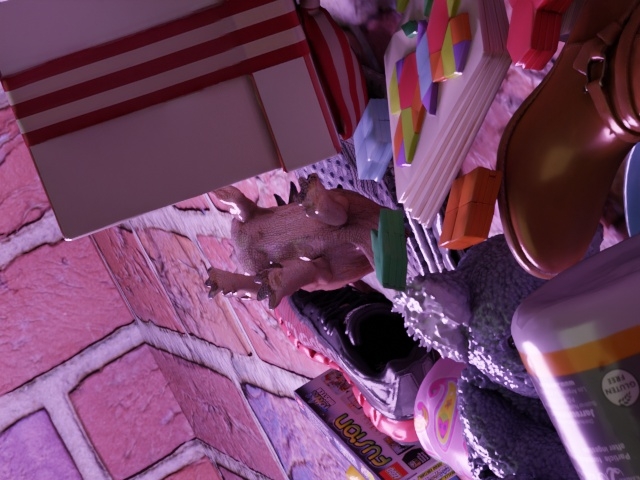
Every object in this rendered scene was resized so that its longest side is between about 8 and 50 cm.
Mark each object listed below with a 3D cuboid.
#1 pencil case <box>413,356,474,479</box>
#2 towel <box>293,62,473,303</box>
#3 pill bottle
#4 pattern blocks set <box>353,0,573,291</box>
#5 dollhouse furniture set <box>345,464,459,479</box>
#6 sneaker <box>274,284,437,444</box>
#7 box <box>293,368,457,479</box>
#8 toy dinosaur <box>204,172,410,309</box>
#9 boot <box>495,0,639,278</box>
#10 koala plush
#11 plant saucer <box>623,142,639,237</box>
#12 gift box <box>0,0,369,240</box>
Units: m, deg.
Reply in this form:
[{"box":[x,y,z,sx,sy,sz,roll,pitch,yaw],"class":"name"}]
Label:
[{"box":[0.193,0.185,1.413,0.284,0.124,0.124,30,146,57],"class":"pencil case"},{"box":[0.041,-0.046,1.585,0.324,0.056,0.312,34,150,55],"class":"towel"},{"box":[0.234,0.132,0.951,0.278,0.162,0.162,63,164,-4],"class":"pill bottle"},{"box":[0.080,-0.117,1.109,0.285,0.026,0.325,-100,22,-48],"class":"pattern blocks set"},{"box":[0.110,0.427,1.954,0.303,0.198,0.286,51,162,30],"class":"dollhouse furniture set"},{"box":[0.037,0.092,1.766,0.276,0.097,0.135,43,157,40],"class":"sneaker"},{"box":[0.070,0.199,1.823,0.207,0.114,0.036,42,156,48],"class":"box"},{"box":[0.000,0.000,1.483,0.296,0.200,0.127,5,88,42],"class":"toy dinosaur"},{"box":[0.169,-0.069,0.973,0.152,0.073,0.197,-166,85,-72],"class":"boot"},{"box":[0.158,0.084,1.233,0.221,0.196,0.203,64,174,-27],"class":"koala plush"},{"box":[0.298,0.050,0.998,0.317,0.044,0.317,52,163,23],"class":"plant saucer"},{"box":[-0.114,-0.175,1.344,0.276,0.258,0.255,-98,-11,-71],"class":"gift box"}]
